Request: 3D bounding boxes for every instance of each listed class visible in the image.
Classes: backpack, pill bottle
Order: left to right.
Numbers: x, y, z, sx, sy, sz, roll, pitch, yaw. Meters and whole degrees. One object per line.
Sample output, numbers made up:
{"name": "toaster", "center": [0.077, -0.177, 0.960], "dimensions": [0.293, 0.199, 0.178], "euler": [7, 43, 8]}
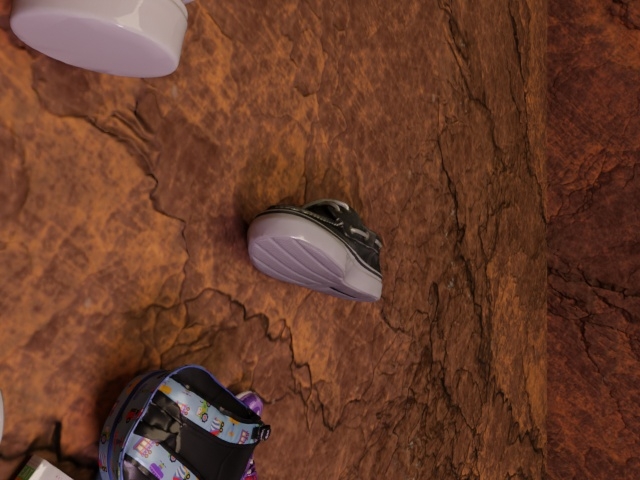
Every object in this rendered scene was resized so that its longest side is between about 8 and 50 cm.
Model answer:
{"name": "pill bottle", "center": [-0.156, -0.308, 0.524], "dimensions": [0.176, 0.176, 0.318], "euler": [16, 79, -56]}
{"name": "backpack", "center": [-0.152, 0.205, 0.639], "dimensions": [0.158, 0.117, 0.173], "euler": [-64, 141, -30]}

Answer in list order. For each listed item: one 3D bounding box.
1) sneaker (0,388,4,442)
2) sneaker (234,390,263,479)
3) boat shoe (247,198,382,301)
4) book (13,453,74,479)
{"name": "sneaker", "center": [-0.286, 0.103, 0.493], "dimensions": [0.061, 0.053, 0.152], "euler": [-12, 97, -46]}
{"name": "sneaker", "center": [-0.097, 0.270, 0.774], "dimensions": [0.068, 0.071, 0.170], "euler": [37, 62, -52]}
{"name": "boat shoe", "center": [0.000, 0.000, 0.874], "dimensions": [0.335, 0.121, 0.119], "euler": [37, 54, -64]}
{"name": "book", "center": [-0.265, 0.275, 0.557], "dimensions": [0.144, 0.035, 0.096], "euler": [-58, 137, -30]}
